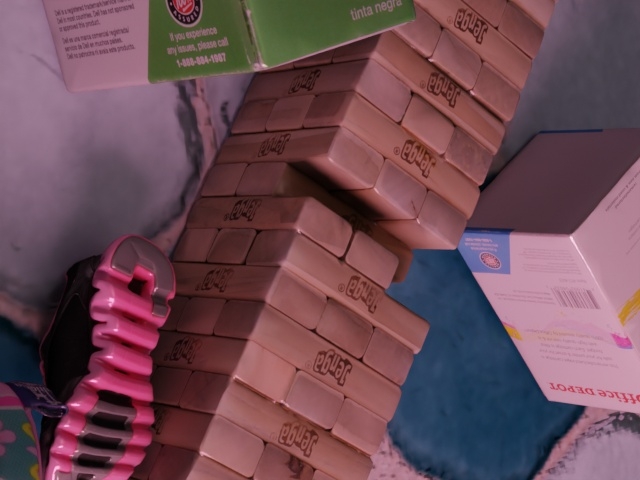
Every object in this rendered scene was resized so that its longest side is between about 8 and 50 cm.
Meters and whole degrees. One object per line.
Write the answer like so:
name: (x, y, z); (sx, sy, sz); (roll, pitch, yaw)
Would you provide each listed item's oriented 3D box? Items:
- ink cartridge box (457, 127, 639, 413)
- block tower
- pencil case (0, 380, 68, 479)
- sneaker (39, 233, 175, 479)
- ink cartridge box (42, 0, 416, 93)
ink cartridge box: (0.155, 0.023, 0.781); (0.090, 0.092, 0.143); (-46, 118, -27)
block tower: (0.000, 0.000, 0.668); (0.091, 0.097, 0.335); (33, 71, -32)
pencil case: (-0.225, 0.100, 0.489); (0.284, 0.124, 0.124); (8, 87, -35)
sneaker: (-0.100, 0.056, 0.615); (0.047, 0.057, 0.119); (34, 59, -41)
ink cartridge box: (-0.060, -0.173, 0.579); (0.087, 0.153, 0.208); (-23, 106, -34)
